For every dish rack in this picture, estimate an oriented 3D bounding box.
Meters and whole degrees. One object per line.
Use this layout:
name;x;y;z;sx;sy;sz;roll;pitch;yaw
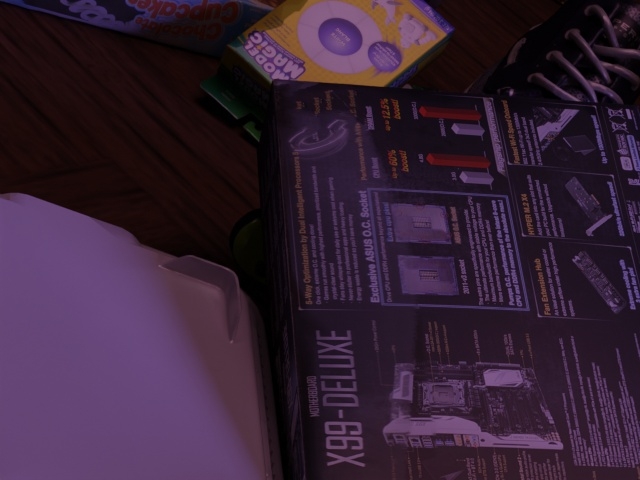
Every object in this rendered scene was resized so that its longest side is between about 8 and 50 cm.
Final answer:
dish rack;-0.138;0.081;0.946;0.285;0.072;0.333;19;30;-19

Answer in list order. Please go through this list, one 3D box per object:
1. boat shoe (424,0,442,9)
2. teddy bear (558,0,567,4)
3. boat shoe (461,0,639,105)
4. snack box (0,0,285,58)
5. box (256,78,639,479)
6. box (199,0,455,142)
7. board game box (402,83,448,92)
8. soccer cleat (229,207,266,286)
boat shoe;0.047;-0.340;1.712;0.095;0.112;0.335;18;35;-28
teddy bear;0.201;-0.380;1.904;0.245;0.113;0.338;1;40;-36
boat shoe;0.185;-0.115;1.375;0.127;0.158;0.340;40;20;-7
snack box;-0.178;-0.238;1.414;0.322;0.060;0.187;12;35;-27
box;0.092;0.044;1.071;0.242;0.076;0.307;3;50;-11
box;0.004;-0.137;1.362;0.105;0.043;0.179;43;61;9
board game box;0.095;-0.036;1.372;0.136;0.030;0.259;9;35;-34
soccer cleat;0.000;0.000;1.214;0.179;0.060;0.072;6;26;-44
